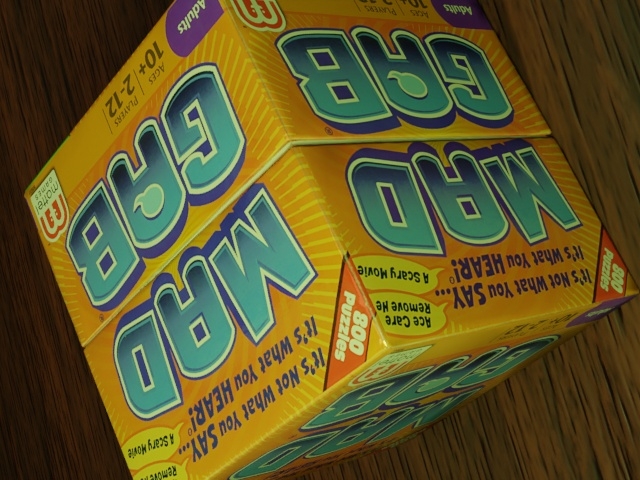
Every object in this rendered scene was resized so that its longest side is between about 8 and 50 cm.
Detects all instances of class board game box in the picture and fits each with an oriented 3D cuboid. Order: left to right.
[{"bbox_3d":[0.000,0.000,1.132,0.356,0.356,0.356,-42,66,40],"label":"board game box"}]
